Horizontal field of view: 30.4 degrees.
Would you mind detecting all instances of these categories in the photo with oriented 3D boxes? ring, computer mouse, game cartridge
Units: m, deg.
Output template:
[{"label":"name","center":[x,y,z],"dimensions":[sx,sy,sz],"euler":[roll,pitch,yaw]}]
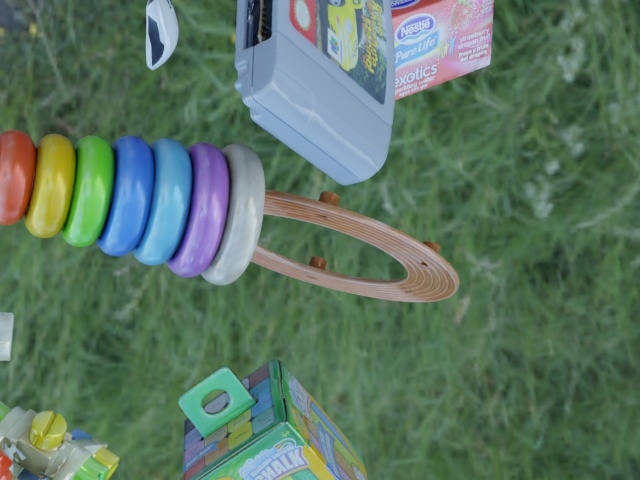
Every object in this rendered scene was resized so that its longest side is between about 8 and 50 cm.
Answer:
[{"label":"ring","center":[0.000,0.000,1.369],"dimensions":[0.337,0.032,0.336],"euler":[17,164,5]},{"label":"computer mouse","center":[-0.230,-0.340,1.732],"dimensions":[0.042,0.106,0.193],"euler":[6,126,1]},{"label":"game cartridge","center":[0.000,-0.210,1.113],"dimensions":[0.060,0.294,0.196],"euler":[-16,148,28]}]

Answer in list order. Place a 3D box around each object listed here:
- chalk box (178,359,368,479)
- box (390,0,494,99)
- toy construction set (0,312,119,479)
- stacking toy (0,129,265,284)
[{"label":"chalk box","center":[-0.058,0.226,1.226],"dimensions":[0.132,0.132,0.213],"euler":[-36,113,10]},{"label":"box","center":[0.082,-0.262,1.493],"dimensions":[0.257,0.128,0.122],"euler":[-22,132,-24]},{"label":"toy construction set","center":[-0.266,0.176,0.926],"dimensions":[0.151,0.215,0.327],"euler":[25,149,22]},{"label":"stacking toy","center":[-0.225,-0.049,1.096],"dimensions":[0.330,0.141,0.141],"euler":[10,144,-22]}]
